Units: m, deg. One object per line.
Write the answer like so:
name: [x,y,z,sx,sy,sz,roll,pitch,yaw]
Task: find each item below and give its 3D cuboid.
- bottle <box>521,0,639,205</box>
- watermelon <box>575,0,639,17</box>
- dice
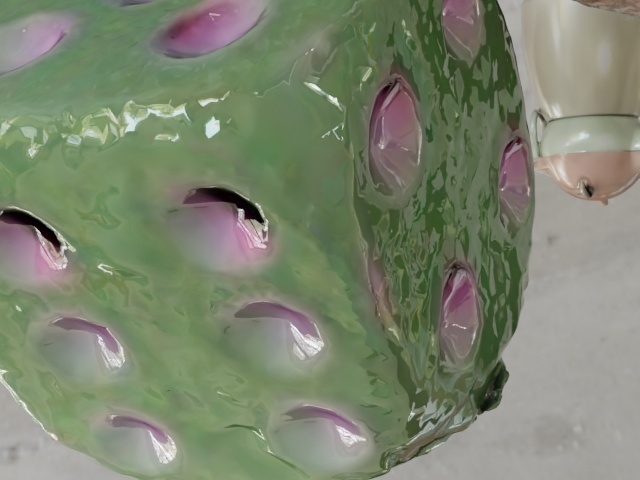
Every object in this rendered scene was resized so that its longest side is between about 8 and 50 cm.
bottle: [0.296,-0.156,1.612,0.147,0.236,0.147,-2,178,0]
watermelon: [0.261,-0.291,1.291,0.256,0.176,0.260,-22,142,-1]
dice: [-0.053,-0.037,0.987,0.318,0.330,0.322,-2,129,27]
